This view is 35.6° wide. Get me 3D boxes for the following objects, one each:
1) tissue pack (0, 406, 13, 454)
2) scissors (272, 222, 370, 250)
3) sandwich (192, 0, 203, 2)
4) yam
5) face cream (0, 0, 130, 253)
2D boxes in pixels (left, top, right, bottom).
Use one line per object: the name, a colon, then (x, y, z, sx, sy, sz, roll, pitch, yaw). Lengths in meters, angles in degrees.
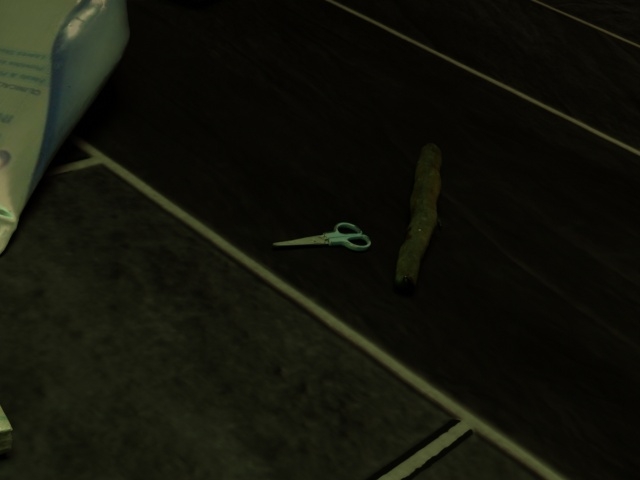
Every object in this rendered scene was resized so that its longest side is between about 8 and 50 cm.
tissue pack: (-0.208, 0.079, 0.532, 0.056, 0.023, 0.108, -9, 37, -33)
scissors: (0.000, 0.000, 0.764, 0.083, 0.006, 0.036, -7, 38, -31)
sandwich: (-0.216, -0.400, 1.244, 0.289, 0.099, 0.254, 18, 37, 8)
yam: (0.085, -0.023, 0.823, 0.027, 0.029, 0.234, -8, 28, 16)
face cream: (-0.286, -0.150, 0.823, 0.235, 0.137, 0.420, 16, 42, 1)
